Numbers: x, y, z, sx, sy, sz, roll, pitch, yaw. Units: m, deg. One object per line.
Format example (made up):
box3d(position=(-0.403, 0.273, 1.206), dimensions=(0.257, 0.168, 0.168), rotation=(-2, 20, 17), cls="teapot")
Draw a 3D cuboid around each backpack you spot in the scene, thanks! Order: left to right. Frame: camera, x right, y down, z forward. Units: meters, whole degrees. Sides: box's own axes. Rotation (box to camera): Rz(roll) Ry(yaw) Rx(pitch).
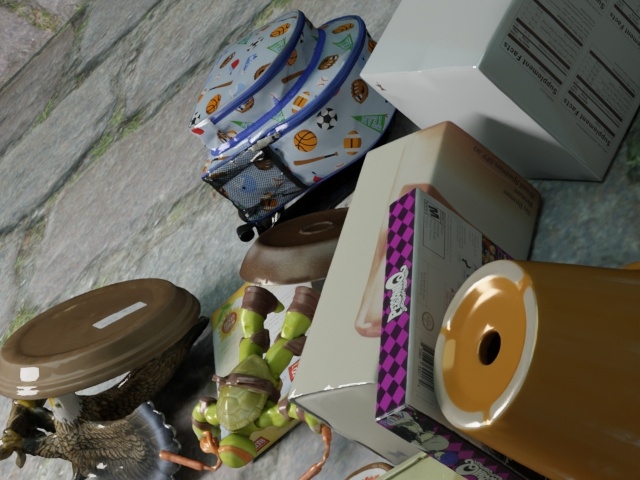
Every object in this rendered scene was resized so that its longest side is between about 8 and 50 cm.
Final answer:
box3d(position=(-0.025, -0.176, 1.604), dimensions=(0.263, 0.213, 0.276), rotation=(-23, 37, 28), cls="backpack")

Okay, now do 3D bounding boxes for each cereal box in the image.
box3d(position=(-0.053, 0.124, 1.466), dimensions=(0.173, 0.047, 0.240), rotation=(-41, 33, 21), cls="cereal box")

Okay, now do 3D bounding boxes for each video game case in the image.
box3d(position=(0.136, 0.097, 1.048), dimensions=(0.042, 0.210, 0.232), rotation=(-33, 36, 35), cls="video game case")

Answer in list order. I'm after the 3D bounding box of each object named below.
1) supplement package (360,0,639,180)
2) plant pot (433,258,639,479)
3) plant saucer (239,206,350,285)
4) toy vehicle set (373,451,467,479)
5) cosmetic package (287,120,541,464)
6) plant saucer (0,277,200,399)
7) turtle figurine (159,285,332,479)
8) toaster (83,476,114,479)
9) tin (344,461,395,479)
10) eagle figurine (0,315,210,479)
box3d(position=(0.219, -0.224, 1.282), dimensions=(0.199, 0.198, 0.262), rotation=(8, 65, 58), cls="supplement package")
box3d(position=(0.196, 0.099, 0.927), dimensions=(0.205, 0.188, 0.205), rotation=(-44, 36, 45), cls="plant pot")
box3d(position=(0.000, 0.000, 1.413), dimensions=(0.199, 0.036, 0.198), rotation=(-13, 15, 4), cls="plant saucer")
box3d(position=(0.104, 0.290, 1.023), dimensions=(0.166, 0.035, 0.266), rotation=(-34, 37, 16), cls="toy vehicle set")
box3d(position=(0.099, 0.051, 1.216), dimensions=(0.129, 0.153, 0.296), rotation=(-19, 45, 48), cls="cosmetic package")
box3d(position=(-0.289, 0.116, 1.578), dimensions=(0.278, 0.041, 0.278), rotation=(-16, 18, 5), cls="plant saucer")
box3d(position=(-0.078, 0.156, 1.335), dimensions=(0.270, 0.087, 0.217), rotation=(-12, 53, 47), cls="turtle figurine")
box3d(position=(-0.281, 0.386, 1.459), dimensions=(0.186, 0.110, 0.168), rotation=(-31, 35, 36), cls="toaster")
box3d(position=(0.043, 0.295, 1.156), dimensions=(0.106, 0.040, 0.189), rotation=(-25, 40, 35), cls="tin")
box3d(position=(-0.275, 0.228, 1.590), dimensions=(0.298, 0.225, 0.226), rotation=(-9, 90, 15), cls="eagle figurine")
